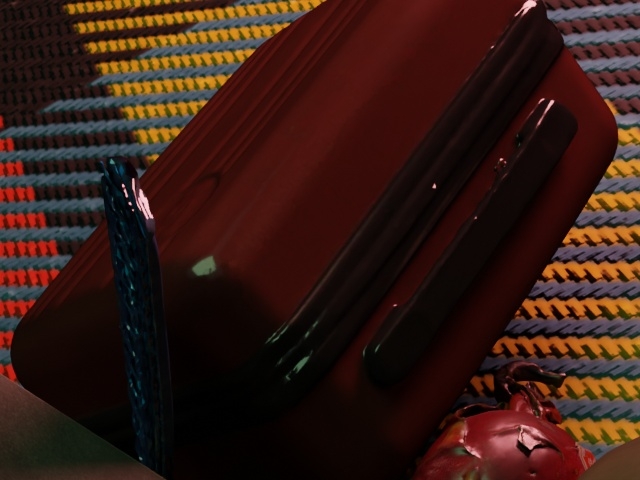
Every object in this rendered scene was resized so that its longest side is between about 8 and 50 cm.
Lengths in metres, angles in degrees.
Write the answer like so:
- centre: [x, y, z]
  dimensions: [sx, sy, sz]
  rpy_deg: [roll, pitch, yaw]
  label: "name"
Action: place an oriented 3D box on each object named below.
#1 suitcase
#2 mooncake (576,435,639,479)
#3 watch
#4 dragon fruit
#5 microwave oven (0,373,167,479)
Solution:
- centre: [0.000, 0.000, 1.008]
  dimensions: [0.236, 0.161, 0.297]
  rpy_deg: [-22, 25, 53]
  label: "suitcase"
- centre: [0.160, 0.183, 0.615]
  dimensions: [0.135, 0.275, 0.275]
  rpy_deg: [-12, 37, 27]
  label: "mooncake"
- centre: [-0.136, 0.113, 0.891]
  dimensions: [0.276, 0.274, 0.068]
  rpy_deg: [-23, 37, 14]
  label: "watch"
- centre: [0.092, 0.107, 0.919]
  dimensions: [0.094, 0.094, 0.190]
  rpy_deg: [-8, 28, 26]
  label: "dragon fruit"
- centre: [-0.209, 0.240, 0.664]
  dimensions: [0.236, 0.374, 0.432]
  rpy_deg: [-39, 31, 22]
  label: "microwave oven"
